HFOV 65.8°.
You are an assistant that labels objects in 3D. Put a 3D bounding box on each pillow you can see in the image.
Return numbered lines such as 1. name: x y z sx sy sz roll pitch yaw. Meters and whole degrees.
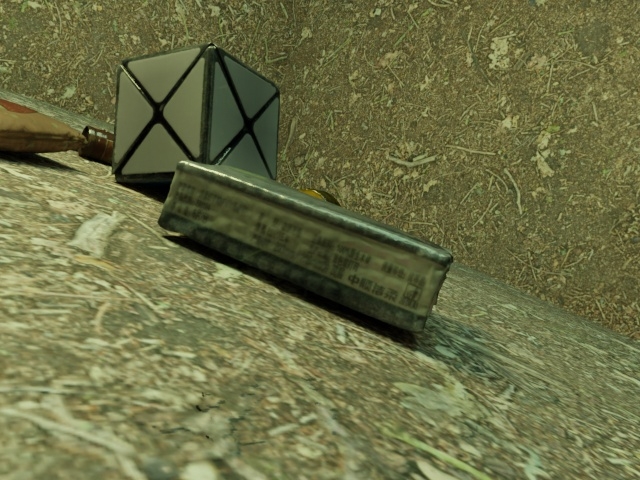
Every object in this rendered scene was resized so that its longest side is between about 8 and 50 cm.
1. pillow: -0.570 -0.207 0.870 0.236 0.084 0.223 19 8 14

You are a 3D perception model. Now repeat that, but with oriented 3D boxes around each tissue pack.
1. tissue pack: 0.000 0.000 0.763 0.394 0.124 0.288 22 8 15

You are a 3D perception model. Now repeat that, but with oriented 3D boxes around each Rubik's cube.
1. Rubik's cube: -0.251 -0.234 1.040 0.259 0.255 0.260 0 -2 23

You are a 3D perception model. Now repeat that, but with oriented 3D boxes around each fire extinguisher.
1. fire extinguisher: -0.457 -0.197 1.225 0.252 0.075 0.106 16 36 -41

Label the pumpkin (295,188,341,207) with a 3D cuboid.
1. pumpkin: -0.041 -0.061 1.104 0.248 0.126 0.131 24 6 29
